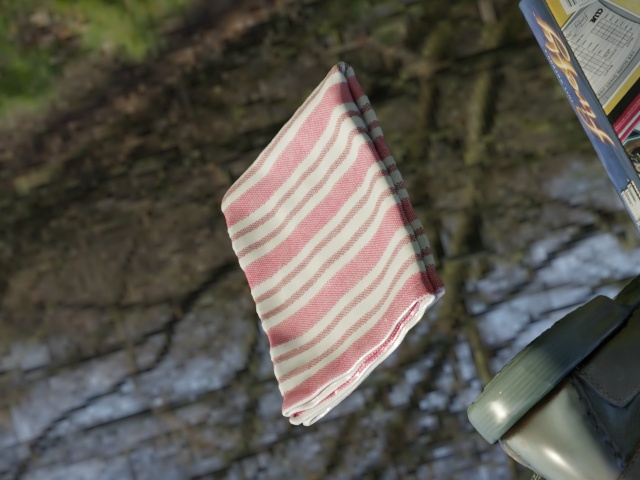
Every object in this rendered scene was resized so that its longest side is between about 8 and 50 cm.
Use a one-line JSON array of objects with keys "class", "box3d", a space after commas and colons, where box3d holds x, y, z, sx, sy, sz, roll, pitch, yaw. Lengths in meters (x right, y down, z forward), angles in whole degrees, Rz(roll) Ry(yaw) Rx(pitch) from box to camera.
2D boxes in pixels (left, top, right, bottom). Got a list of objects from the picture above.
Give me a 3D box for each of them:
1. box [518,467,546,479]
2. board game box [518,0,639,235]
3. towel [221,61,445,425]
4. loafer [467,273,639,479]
[{"class": "box", "box3d": [0.253, 0.267, 1.082, 0.296, 0.182, 0.294, 23, -155, -3]}, {"class": "board game box", "box3d": [0.226, -0.082, 0.729, 0.243, 0.165, 0.042, -26, 174, -5]}, {"class": "towel", "box3d": [0.000, 0.000, 1.129, 0.029, 0.197, 0.144, 13, 133, -38]}, {"class": "loafer", "box3d": [0.159, 0.066, 0.870, 0.096, 0.084, 0.267, -50, 165, 30]}]
